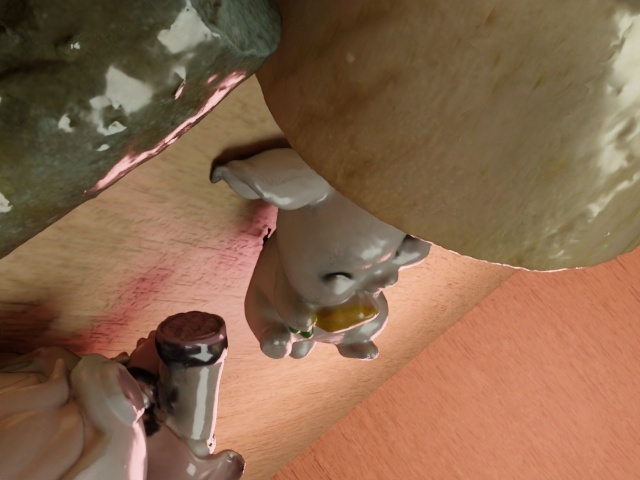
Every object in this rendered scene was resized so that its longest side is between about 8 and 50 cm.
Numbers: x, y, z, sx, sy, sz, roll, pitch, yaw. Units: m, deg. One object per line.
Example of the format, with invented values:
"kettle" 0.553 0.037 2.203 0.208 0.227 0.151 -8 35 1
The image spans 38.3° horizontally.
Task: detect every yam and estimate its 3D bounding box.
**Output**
"yam" -0.163 -0.058 0.433 0.330 0.133 0.133 -36 163 4

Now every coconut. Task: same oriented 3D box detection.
"coconut" 0.107 -0.126 0.517 0.328 0.329 0.329 -35 163 -12

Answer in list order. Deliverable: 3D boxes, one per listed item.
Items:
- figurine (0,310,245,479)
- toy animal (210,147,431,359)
"figurine" -0.220 0.187 0.785 0.253 0.211 0.361 -46 163 24
"toy animal" 0.007 0.001 0.895 0.208 0.154 0.325 -17 140 0
